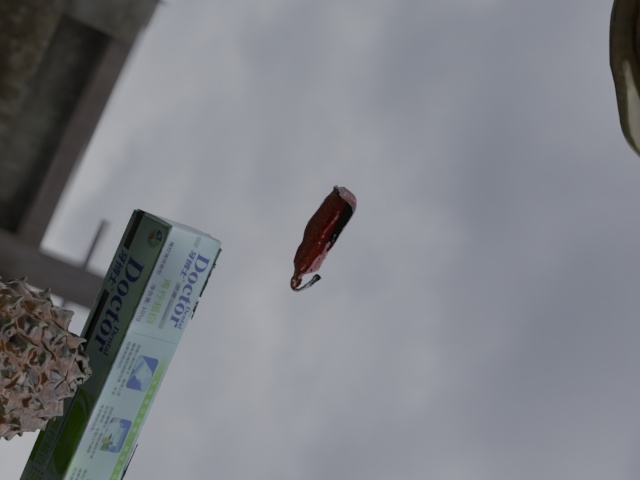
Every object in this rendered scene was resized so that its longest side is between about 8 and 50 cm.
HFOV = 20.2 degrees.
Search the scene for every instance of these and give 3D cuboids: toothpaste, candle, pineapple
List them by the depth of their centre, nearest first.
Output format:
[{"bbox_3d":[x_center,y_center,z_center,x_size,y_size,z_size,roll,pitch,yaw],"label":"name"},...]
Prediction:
[{"bbox_3d":[-0.296,0.109,1.685,0.166,0.193,0.166,-18,-114,46],"label":"pineapple"},{"bbox_3d":[-0.209,0.137,1.842,0.067,0.081,0.336,26,-86,39],"label":"toothpaste"},{"bbox_3d":[0.000,0.000,2.362,0.053,0.048,0.162,41,-64,24],"label":"candle"}]

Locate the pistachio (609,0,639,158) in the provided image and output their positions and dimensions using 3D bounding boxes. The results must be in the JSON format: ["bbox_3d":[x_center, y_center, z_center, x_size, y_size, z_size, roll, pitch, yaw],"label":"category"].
[{"bbox_3d":[0.382,-0.199,1.311,0.445,0.365,0.281,-39,-145,-28],"label":"pistachio"}]
